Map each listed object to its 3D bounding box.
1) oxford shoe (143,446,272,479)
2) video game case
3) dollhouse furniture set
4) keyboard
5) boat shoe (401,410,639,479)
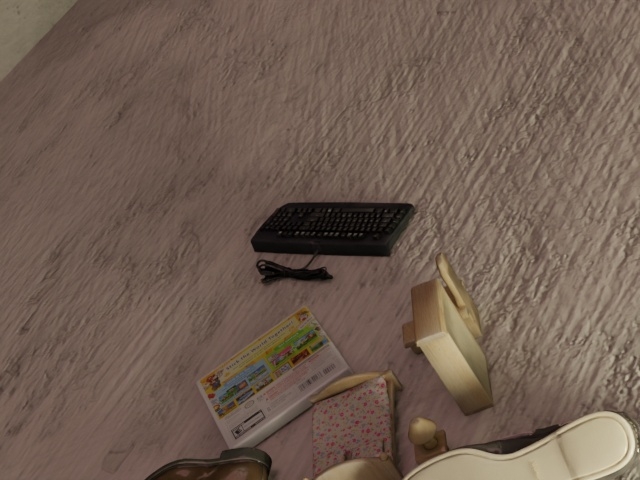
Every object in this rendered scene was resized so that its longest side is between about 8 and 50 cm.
[{"bbox_3d":[-0.185,0.379,2.102,0.227,0.083,0.096,-19,41,23],"label":"oxford shoe"},{"bbox_3d":[-0.077,0.223,2.258,0.227,0.026,0.206,-36,34,-2],"label":"video game case"},{"bbox_3d":[0.050,0.198,2.051,0.356,0.174,0.303,-22,35,17],"label":"dollhouse furniture set"},{"bbox_3d":[0.000,0.000,2.468,0.317,0.033,0.201,0,47,41],"label":"keyboard"},{"bbox_3d":[0.266,0.305,1.831,0.335,0.095,0.112,-22,71,23],"label":"boat shoe"}]
